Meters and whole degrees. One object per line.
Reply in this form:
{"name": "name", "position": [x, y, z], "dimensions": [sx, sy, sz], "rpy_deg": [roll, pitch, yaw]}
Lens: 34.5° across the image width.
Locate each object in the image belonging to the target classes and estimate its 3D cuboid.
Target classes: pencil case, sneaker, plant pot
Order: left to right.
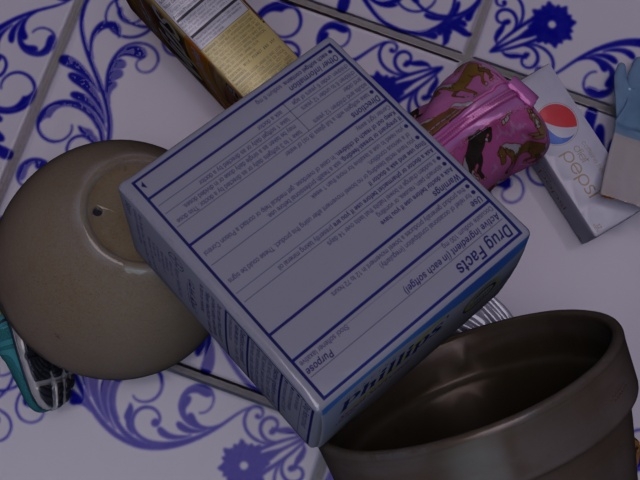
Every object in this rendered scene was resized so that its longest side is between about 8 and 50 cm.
{"name": "sneaker", "position": [-0.391, 0.092, 1.256], "dimensions": [0.110, 0.107, 0.275], "rpy_deg": [-35, 78, 14]}
{"name": "plant pot", "position": [-0.219, -0.001, 1.163], "dimensions": [0.284, 0.191, 0.284], "rpy_deg": [7, 68, -17]}
{"name": "pencil case", "position": [0.086, -0.053, 1.205], "dimensions": [0.386, 0.167, 0.160], "rpy_deg": [-38, 121, -15]}
{"name": "plant pot", "position": [0.195, 0.259, 1.048], "dimensions": [0.323, 0.323, 0.280], "rpy_deg": [-24, 98, -4]}

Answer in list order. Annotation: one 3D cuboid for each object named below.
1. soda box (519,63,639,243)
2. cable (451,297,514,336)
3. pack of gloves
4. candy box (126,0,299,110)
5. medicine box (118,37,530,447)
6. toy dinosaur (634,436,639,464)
{"name": "soda box", "position": [0.307, -0.107, 1.289], "dimensions": [0.074, 0.069, 0.216], "rpy_deg": [-31, 83, -5]}
{"name": "cable", "position": [0.129, 0.167, 1.240], "dimensions": [0.257, 0.089, 0.257], "rpy_deg": [13, 81, 2]}
{"name": "pack of gloves", "position": [0.447, -0.117, 1.291], "dimensions": [0.195, 0.046, 0.232], "rpy_deg": [16, 63, -2]}
{"name": "candy box", "position": [-0.113, -0.229, 1.245], "dimensions": [0.087, 0.183, 0.316], "rpy_deg": [-43, 84, -7]}
{"name": "medicine box", "position": [0.000, 0.000, 0.999], "dimensions": [0.263, 0.149, 0.289], "rpy_deg": [-38, 74, -18]}
{"name": "toy dinosaur", "position": [0.350, 0.288, 1.247], "dimensions": [0.211, 0.064, 0.112], "rpy_deg": [31, 101, 13]}
